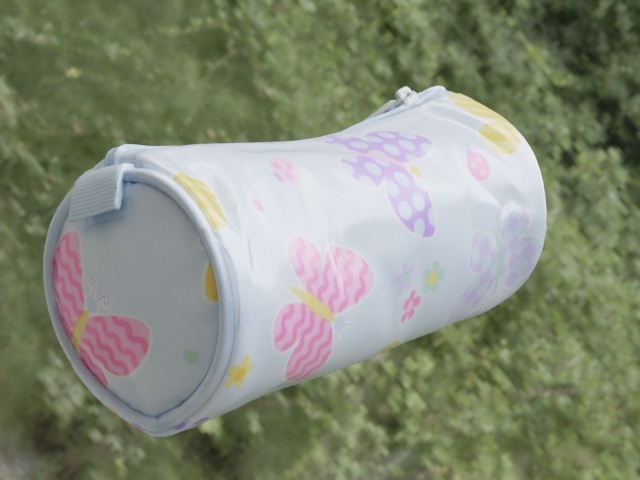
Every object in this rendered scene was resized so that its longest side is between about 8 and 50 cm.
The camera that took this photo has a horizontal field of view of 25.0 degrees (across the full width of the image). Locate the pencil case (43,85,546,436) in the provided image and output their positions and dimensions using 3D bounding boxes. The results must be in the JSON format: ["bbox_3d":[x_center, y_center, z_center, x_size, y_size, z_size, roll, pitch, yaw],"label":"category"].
[{"bbox_3d":[0.000,0.000,0.689,0.113,0.273,0.124,7,-74,37],"label":"pencil case"}]
